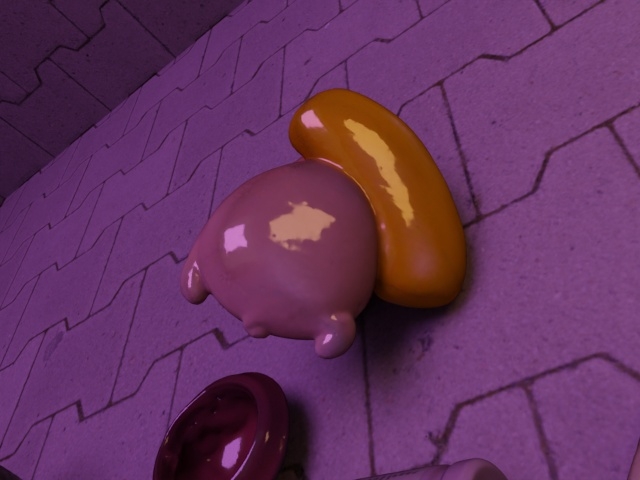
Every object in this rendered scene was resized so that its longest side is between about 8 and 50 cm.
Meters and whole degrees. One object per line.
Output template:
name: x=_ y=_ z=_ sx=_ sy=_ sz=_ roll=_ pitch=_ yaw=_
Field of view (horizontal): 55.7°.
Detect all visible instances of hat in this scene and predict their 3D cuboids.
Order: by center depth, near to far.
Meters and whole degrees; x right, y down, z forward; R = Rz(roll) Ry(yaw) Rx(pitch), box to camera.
hat: x=-0.109 y=0.260 z=0.732 sx=0.206 sy=0.089 sz=0.205 roll=-25 pitch=38 yaw=22

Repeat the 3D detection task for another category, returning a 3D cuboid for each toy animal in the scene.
toy animal: x=0.016 y=0.016 z=0.751 sx=0.345 sy=0.278 sz=0.247 roll=-56 pitch=4 yaw=-31

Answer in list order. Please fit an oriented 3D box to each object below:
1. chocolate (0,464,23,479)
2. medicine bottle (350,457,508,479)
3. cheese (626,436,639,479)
chocolate: x=-0.487 y=0.451 z=0.842 sx=0.303 sy=0.213 sz=0.303 roll=-26 pitch=42 yaw=26
medicine bottle: x=0.041 y=0.271 z=0.516 sx=0.250 sy=0.133 sz=0.133 roll=-24 pitch=41 yaw=32
cheese: x=0.293 y=0.122 z=0.469 sx=0.065 sy=0.043 sz=0.194 roll=3 pitch=60 yaw=55
